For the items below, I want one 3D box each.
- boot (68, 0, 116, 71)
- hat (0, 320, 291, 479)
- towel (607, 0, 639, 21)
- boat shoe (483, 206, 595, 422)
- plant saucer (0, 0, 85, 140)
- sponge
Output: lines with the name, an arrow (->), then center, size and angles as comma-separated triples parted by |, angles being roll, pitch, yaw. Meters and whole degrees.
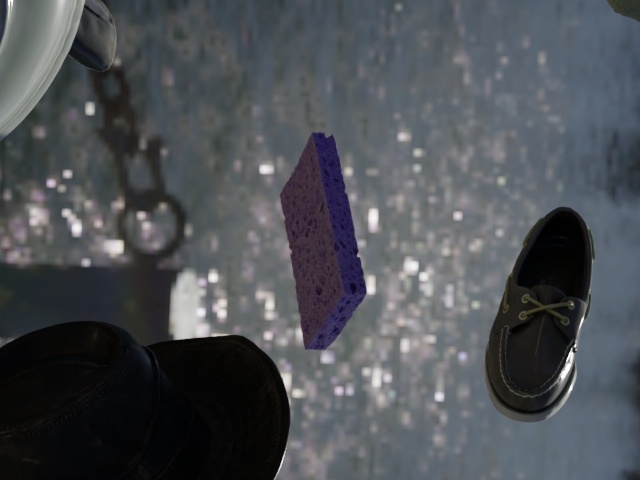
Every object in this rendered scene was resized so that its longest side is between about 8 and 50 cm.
boot -> -0.281, -0.225, 1.727 | 0.208, 0.076, 0.189 | 52, 25, -54
hat -> -0.190, 0.147, 1.174 | 0.134, 0.331, 0.331 | 53, 35, -29
towel -> 0.351, -0.226, 1.587 | 0.110, 0.148, 0.027 | -51, -156, 43
boat shoe -> 0.259, 0.082, 1.999 | 0.305, 0.109, 0.091 | -68, 167, -47
plant saucer -> -0.359, -0.193, 1.346 | 0.100, 0.400, 0.400 | 44, -30, 50
sponge -> 0.000, 0.000, 1.855 | 0.117, 0.031, 0.210 | 122, -35, -49
